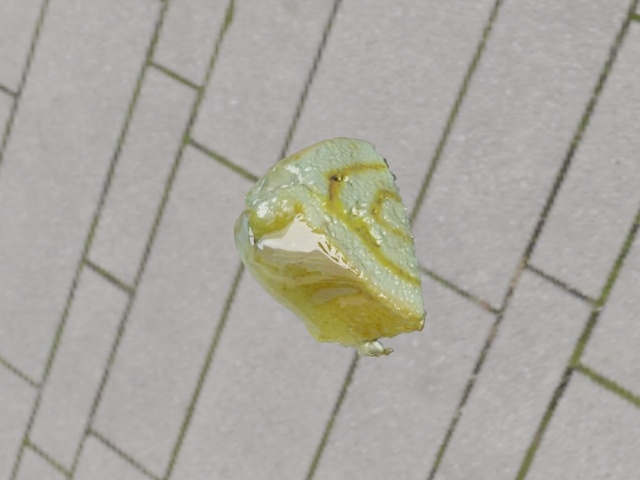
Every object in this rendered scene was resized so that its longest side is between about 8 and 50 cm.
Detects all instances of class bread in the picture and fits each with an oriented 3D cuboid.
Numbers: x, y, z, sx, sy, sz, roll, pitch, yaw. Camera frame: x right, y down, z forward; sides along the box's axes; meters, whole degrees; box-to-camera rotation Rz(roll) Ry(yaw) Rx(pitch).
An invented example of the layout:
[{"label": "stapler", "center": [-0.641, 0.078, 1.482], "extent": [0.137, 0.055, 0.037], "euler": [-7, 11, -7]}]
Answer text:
[{"label": "bread", "center": [0.000, 0.005, 0.973], "extent": [0.103, 0.110, 0.156], "euler": [-39, 58, 40]}]
